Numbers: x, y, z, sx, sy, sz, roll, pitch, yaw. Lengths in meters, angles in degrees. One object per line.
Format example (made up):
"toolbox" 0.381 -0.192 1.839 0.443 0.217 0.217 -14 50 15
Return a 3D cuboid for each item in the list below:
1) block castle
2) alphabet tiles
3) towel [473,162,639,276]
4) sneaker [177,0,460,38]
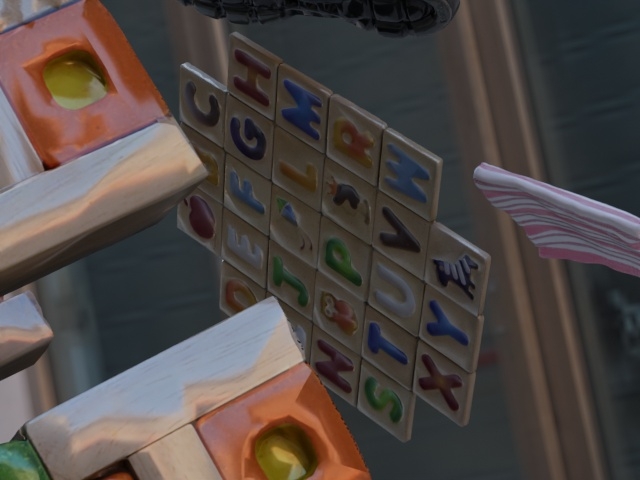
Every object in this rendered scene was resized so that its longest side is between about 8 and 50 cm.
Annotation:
"block castle" -0.163 0.086 0.786 0.212 0.453 0.303 -27 -6 -27
"alphabet tiles" 0.000 0.000 1.567 0.011 0.285 0.342 -29 49 -35
"towel" 0.211 -0.003 1.518 0.144 0.029 0.197 20 -6 27
"sneaker" -0.016 -0.225 1.494 0.267 0.106 0.101 10 -24 11
